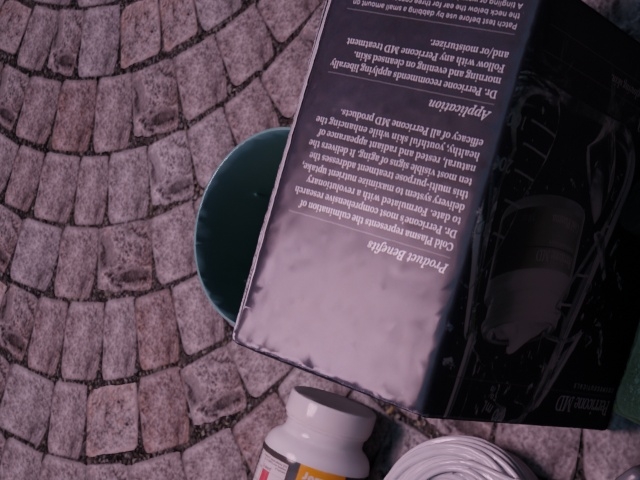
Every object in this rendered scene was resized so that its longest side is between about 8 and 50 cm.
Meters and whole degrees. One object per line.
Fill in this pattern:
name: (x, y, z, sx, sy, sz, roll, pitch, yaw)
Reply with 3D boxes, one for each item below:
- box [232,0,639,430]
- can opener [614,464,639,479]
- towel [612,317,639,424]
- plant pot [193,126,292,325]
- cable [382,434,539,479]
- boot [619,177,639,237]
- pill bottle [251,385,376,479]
box: (0.198, -0.041, 1.501, 0.297, 0.480, 0.472, 19, 93, 37)
can opener: (0.429, 0.252, 1.473, 0.074, 0.093, 0.280, 54, 138, 40)
towel: (0.438, 0.168, 1.558, 0.110, 0.027, 0.148, 18, 92, 32)
plant pot: (0.000, 0.000, 1.803, 0.293, 0.235, 0.293, -7, 78, 37)
cable: (0.191, 0.394, 1.674, 0.257, 0.089, 0.257, 37, 105, 37)
boot: (0.473, -0.069, 1.473, 0.247, 0.161, 0.083, -58, 20, -7)
pill bottle: (-0.022, 0.365, 1.798, 0.162, 0.162, 0.279, 21, 95, 38)
